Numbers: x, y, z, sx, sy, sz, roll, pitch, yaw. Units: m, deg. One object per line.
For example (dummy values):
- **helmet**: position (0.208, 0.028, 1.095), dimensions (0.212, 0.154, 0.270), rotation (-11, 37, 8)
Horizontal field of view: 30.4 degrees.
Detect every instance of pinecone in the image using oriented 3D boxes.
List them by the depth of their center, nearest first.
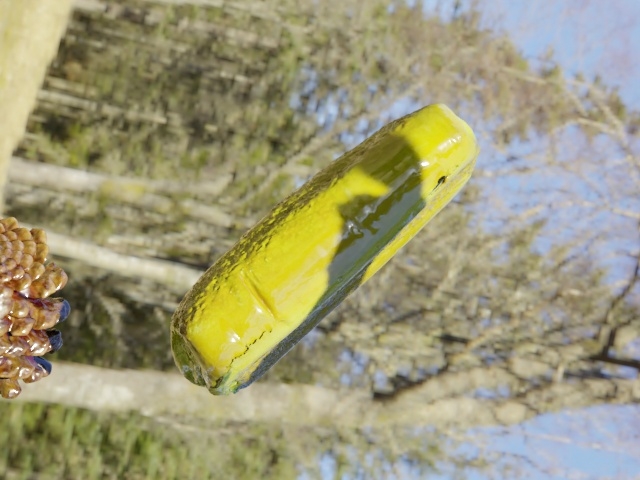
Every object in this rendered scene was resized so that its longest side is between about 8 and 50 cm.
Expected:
- **pinecone**: position (-0.379, 0.087, 1.336), dimensions (0.168, 0.186, 0.212), rotation (-91, -175, -68)

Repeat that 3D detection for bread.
- **bread**: position (0.000, 0.000, 1.189), dimensions (0.383, 0.112, 0.166), rotation (-42, 168, -8)
